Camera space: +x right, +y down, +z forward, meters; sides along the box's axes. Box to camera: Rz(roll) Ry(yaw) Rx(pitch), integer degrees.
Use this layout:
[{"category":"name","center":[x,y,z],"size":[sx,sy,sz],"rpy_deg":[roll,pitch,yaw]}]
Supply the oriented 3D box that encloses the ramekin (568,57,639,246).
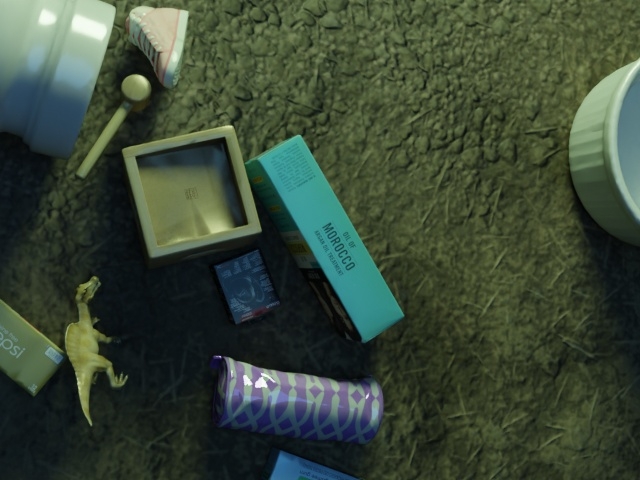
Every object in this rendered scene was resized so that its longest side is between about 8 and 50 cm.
[{"category":"ramekin","center":[0.458,-0.115,1.395],"size":[0.277,0.135,0.277],"rpy_deg":[0,89,-17]}]

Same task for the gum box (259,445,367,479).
[{"category":"gum box","center":[-0.016,0.357,1.279],"size":[0.157,0.041,0.184],"rpy_deg":[23,81,-16]}]

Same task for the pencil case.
[{"category":"pencil case","center":[-0.026,0.185,1.262],"size":[0.206,0.086,0.088],"rpy_deg":[10,51,-19]}]

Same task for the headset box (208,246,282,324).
[{"category":"headset box","center":[-0.087,0.057,1.272],"size":[0.062,0.032,0.083],"rpy_deg":[-22,96,-16]}]

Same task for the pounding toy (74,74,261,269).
[{"category":"pounding toy","center":[-0.184,-0.078,1.221],"size":[0.181,0.094,0.206],"rpy_deg":[-14,83,-12]}]

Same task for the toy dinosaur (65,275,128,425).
[{"category":"toy dinosaur","center":[-0.254,0.134,1.180],"size":[0.053,0.092,0.183],"rpy_deg":[-15,58,12]}]

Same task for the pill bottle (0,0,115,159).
[{"category":"pill bottle","center":[-0.406,-0.219,1.089],"size":[0.363,0.210,0.210],"rpy_deg":[17,83,-16]}]

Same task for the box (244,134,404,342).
[{"category":"box","center":[0.000,0.000,1.266],"size":[0.060,0.100,0.244],"rpy_deg":[-32,97,-14]}]

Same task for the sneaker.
[{"category":"sneaker","center":[-0.188,-0.220,1.216],"size":[0.070,0.051,0.134],"rpy_deg":[10,42,-10]}]

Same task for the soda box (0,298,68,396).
[{"category":"soda box","center":[-0.362,0.088,1.170],"size":[0.181,0.061,0.058],"rpy_deg":[43,77,-12]}]
